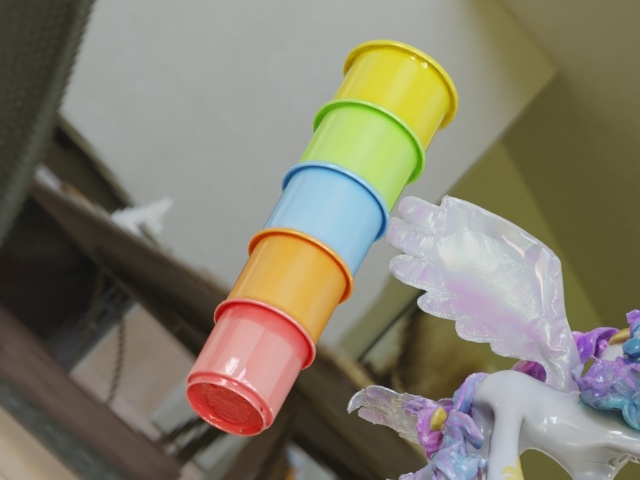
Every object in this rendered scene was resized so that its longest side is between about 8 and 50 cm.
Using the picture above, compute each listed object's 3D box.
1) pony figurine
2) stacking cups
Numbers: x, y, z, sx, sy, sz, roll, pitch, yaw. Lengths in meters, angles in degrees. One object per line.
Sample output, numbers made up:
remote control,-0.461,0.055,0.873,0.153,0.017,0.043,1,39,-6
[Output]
pony figurine,0.188,0.161,1.471,0.351,0.363,0.303,16,-52,10
stacking cups,0.000,0.000,1.117,0.096,0.316,0.096,19,-33,13
